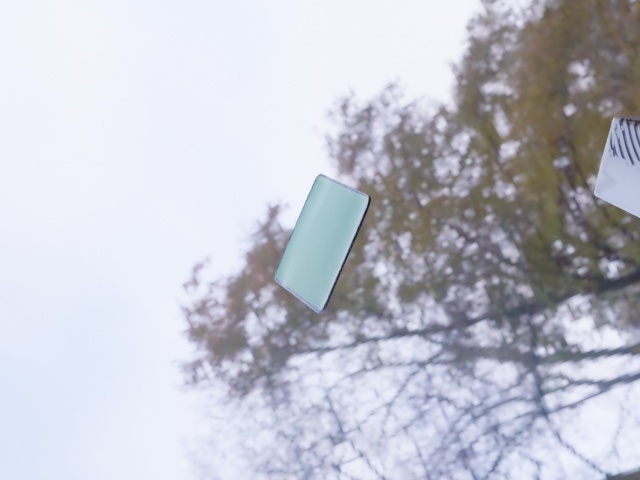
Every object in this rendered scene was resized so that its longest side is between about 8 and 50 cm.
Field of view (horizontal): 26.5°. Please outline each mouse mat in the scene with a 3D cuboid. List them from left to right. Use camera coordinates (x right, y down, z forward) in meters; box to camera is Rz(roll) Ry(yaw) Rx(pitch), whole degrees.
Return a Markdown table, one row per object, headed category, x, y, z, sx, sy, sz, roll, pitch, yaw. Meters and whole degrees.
| category | x | y | z | sx | sy | sz | roll | pitch | yaw |
| --- | --- | --- | --- | --- | --- | --- | --- | --- | --- |
| mouse mat | 0.000 | 0.000 | 1.671 | 0.007 | 0.153 | 0.189 | 22 | -176 | -22 |

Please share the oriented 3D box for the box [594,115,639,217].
| category | x | y | z | sx | sy | sz | roll | pitch | yaw |
| --- | --- | --- | --- | --- | --- | --- | --- | --- | --- |
| box | 0.411 | -0.043 | 1.368 | 0.113 | 0.275 | 0.094 | 0 | -70 | -33 |
